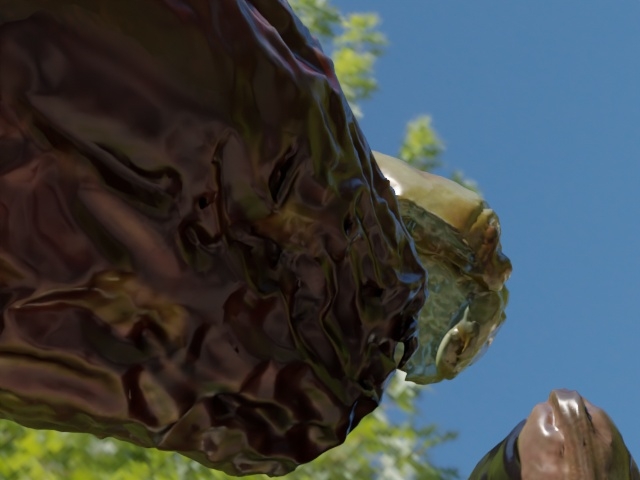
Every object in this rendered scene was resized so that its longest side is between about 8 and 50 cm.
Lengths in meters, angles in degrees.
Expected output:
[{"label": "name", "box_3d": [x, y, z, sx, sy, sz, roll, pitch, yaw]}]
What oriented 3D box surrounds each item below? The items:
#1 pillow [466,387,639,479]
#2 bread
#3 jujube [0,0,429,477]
[{"label": "pillow", "box_3d": [0.069, 0.173, 0.531, 0.084, 0.236, 0.223, -6, -20, -1]}, {"label": "bread", "box_3d": [0.000, 0.000, 1.036, 0.088, 0.232, 0.128, -43, -32, -58]}, {"label": "jujube", "box_3d": [-0.072, -0.024, 0.487, 0.236, 0.168, 0.168, 41, -93, -24]}]
